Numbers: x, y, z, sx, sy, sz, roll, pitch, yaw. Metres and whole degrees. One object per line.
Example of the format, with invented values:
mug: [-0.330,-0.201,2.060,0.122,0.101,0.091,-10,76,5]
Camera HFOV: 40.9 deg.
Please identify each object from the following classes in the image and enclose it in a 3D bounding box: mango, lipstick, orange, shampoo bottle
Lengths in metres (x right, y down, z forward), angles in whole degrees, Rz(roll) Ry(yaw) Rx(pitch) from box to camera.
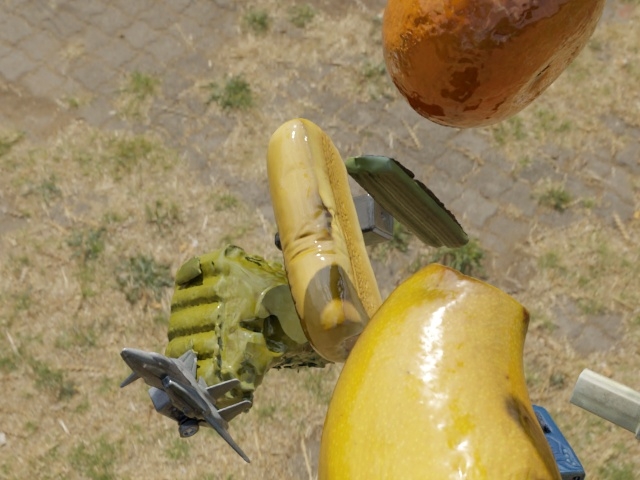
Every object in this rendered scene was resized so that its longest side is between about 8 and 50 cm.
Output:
mango: [0.089,0.182,0.663,0.186,0.144,0.359,-10,57,12]
lipstick: [0.559,0.301,1.463,0.252,0.079,0.077,26,17,26]
orange: [0.152,-0.211,0.794,0.224,0.224,0.170,-33,70,-24]
shampoo bottle: [0.018,-0.021,1.627,0.246,0.080,0.079,-13,66,35]

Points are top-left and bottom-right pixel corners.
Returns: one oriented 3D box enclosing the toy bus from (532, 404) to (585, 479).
toy bus: [0.206,0.309,0.979,0.113,0.246,0.134,-3,38,-12]

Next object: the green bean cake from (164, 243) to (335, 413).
green bean cake: [-0.103,0.170,1.522,0.309,0.202,0.285,17,63,-39]

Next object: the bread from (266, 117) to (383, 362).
bread: [0.000,0.000,1.048,0.091,0.142,0.305,-21,61,14]

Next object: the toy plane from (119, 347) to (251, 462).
toy plane: [-0.203,0.206,1.179,0.088,0.267,0.212,-41,54,9]

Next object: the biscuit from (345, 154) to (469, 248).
biscuit: [0.150,-0.057,1.435,0.099,0.322,0.038,0,67,34]
